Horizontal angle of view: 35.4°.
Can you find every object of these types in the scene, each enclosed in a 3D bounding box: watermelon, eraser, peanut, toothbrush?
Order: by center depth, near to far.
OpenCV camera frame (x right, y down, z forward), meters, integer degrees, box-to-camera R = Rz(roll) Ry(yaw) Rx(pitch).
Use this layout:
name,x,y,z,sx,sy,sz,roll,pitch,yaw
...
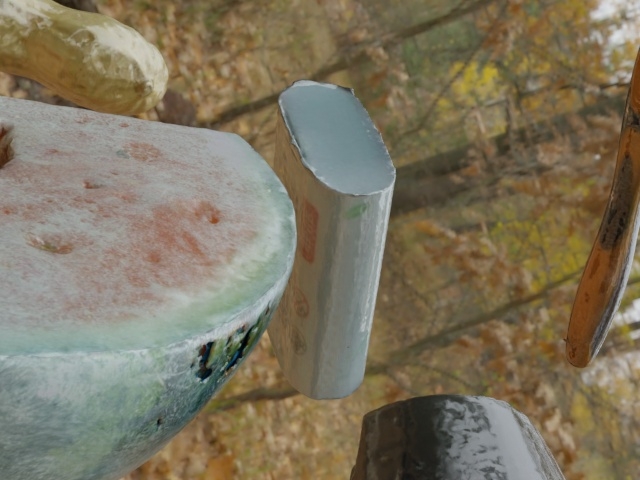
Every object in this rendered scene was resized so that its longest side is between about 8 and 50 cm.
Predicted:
name,x,y,z,sx,sy,sz,roll,pitch,yaw
toothbrush,0.153,-0.070,0.460,0.023,0.031,0.321,37,-50,41
watermelon,-0.124,0.040,0.477,0.322,0.188,0.175,-113,-142,-59
eraser,0.000,0.000,0.881,0.174,0.081,0.227,-110,-160,-50
peanut,-0.283,-0.206,1.047,0.117,0.263,0.101,-15,-124,68

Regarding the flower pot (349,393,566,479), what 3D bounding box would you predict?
name,x,y,z,sx,sy,sz,roll,pitch,yaw
flower pot,0.148,0.322,1.056,0.379,0.379,0.251,64,18,-47
